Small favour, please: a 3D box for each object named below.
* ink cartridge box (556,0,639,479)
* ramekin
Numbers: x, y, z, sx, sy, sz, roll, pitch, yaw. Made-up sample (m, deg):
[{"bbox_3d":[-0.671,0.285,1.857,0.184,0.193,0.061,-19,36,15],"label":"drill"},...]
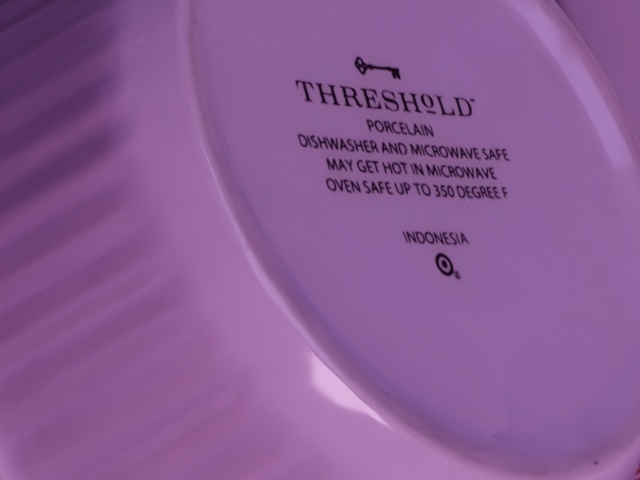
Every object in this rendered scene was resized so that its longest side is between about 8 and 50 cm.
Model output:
[{"bbox_3d":[0.133,-0.033,0.677,0.060,0.239,0.275,-19,80,-49],"label":"ink cartridge box"},{"bbox_3d":[0.000,0.000,0.606,0.273,0.127,0.273,25,50,-34],"label":"ramekin"}]
